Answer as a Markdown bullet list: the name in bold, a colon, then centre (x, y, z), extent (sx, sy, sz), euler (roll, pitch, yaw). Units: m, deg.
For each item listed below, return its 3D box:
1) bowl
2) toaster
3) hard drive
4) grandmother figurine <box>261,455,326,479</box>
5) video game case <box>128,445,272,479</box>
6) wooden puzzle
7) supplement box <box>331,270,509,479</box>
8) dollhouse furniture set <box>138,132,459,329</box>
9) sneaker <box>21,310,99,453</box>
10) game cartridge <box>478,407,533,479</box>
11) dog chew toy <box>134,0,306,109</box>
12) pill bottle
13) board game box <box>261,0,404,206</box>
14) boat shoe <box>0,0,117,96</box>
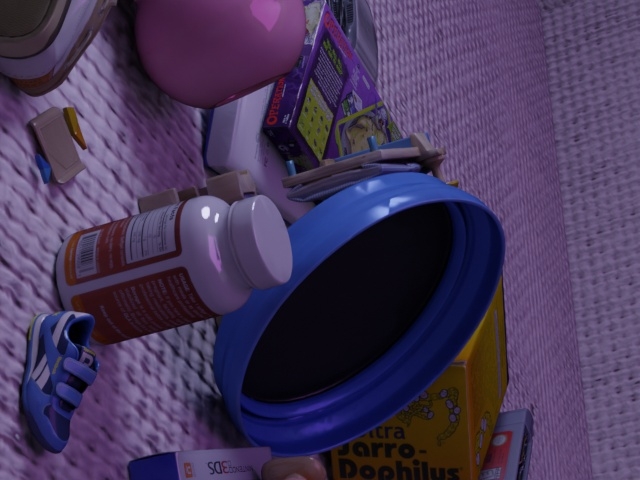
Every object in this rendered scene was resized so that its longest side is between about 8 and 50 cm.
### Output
- **bowl**: centre (0.044, 0.085, 1.890), extent (0.077, 0.391, 0.391), euler (47, 2, 33)
- **toaster**: centre (0.014, -0.305, 2.422), extent (0.146, 0.129, 0.227), euler (46, 33, -58)
- **hard drive**: centre (-0.054, -0.148, 2.171), extent (0.319, 0.040, 0.210), euler (36, 60, -61)
- **grandmother figurine**: centre (-0.031, 0.388, 1.656), extent (0.208, 0.104, 0.342), euler (38, 35, -16)
- **video game case**: centre (-0.101, 0.357, 1.713), extent (0.244, 0.061, 0.269), euler (13, 63, -67)
- **wooden puzzle**: centre (-0.271, -0.097, 1.655), extent (0.078, 0.014, 0.116), euler (68, 20, -6)
- **supplement box**: centre (0.142, 0.186, 2.247), extent (0.356, 0.194, 0.195), euler (-53, 141, -66)
- **dollhouse furniture set**: centre (0.000, 0.000, 1.890), extent (0.286, 0.303, 0.198), euler (-12, 86, -71)
- **sneaker**: centre (-0.240, 0.127, 1.501), extent (0.053, 0.059, 0.144), euler (49, 33, -55)
- **game cartridge**: centre (0.204, 0.346, 2.352), extent (0.294, 0.196, 0.060), euler (-65, 136, -63)
- **dog chew toy**: centre (-0.153, -0.326, 1.895), extent (0.331, 0.207, 0.206), euler (65, 20, -2)
- **pill bottle**: centre (-0.143, 0.025, 1.605), extent (0.121, 0.216, 0.121), euler (-15, 90, -71)
- **board game box**: centre (0.026, -0.148, 2.239), extent (0.347, 0.056, 0.208), euler (55, 48, -52)
- **boat shoe**: centre (-0.260, -0.283, 1.653), extent (0.103, 0.113, 0.302), euler (79, 29, -55)
